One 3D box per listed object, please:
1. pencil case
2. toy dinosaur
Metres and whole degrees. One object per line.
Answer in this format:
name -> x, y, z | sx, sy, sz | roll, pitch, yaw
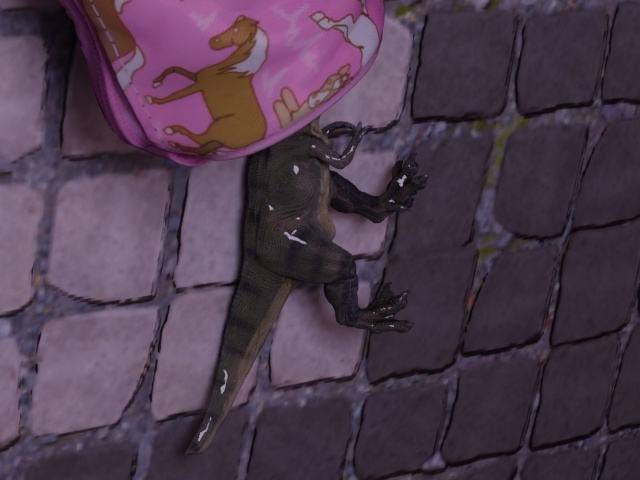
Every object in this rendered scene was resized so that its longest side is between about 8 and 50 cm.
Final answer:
pencil case -> -0.097, -0.205, 0.883 | 0.167, 0.160, 0.386 | -21, 133, 10
toy dinosaur -> 0.000, 0.000, 1.143 | 0.118, 0.064, 0.268 | 5, 109, -28
